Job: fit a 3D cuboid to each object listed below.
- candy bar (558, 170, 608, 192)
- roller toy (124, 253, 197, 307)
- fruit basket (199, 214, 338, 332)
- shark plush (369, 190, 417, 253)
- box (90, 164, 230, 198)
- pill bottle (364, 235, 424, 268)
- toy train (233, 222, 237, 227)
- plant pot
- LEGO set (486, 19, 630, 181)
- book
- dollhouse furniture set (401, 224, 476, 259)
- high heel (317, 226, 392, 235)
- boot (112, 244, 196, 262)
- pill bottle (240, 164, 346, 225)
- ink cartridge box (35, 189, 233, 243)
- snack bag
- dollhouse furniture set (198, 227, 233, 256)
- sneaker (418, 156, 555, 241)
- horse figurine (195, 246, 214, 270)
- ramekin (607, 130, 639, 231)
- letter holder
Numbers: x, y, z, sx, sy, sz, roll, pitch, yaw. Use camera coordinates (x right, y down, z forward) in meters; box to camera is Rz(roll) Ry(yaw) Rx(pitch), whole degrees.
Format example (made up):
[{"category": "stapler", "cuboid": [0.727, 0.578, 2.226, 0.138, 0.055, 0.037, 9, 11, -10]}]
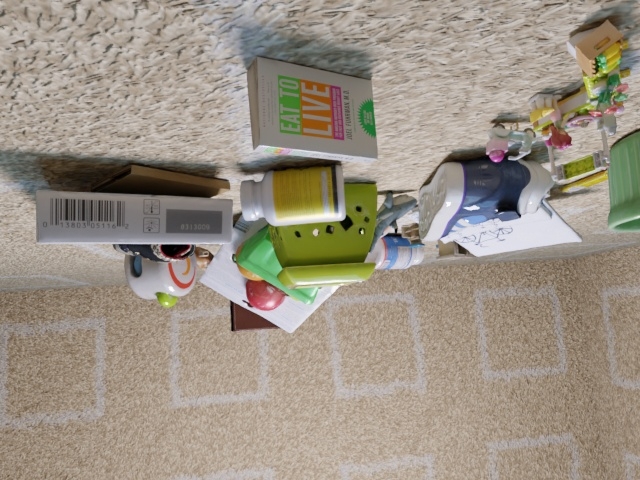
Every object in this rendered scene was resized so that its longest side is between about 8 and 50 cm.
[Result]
[{"category": "candy bar", "cuboid": [0.611, -0.135, 1.100, 0.040, 0.018, 0.161, 2, 171, -13]}, {"category": "roller toy", "cuboid": [-0.463, 0.072, 1.397, 0.146, 0.191, 0.209, -7, -150, 15]}, {"category": "fruit basket", "cuboid": [-0.135, 0.096, 1.348, 0.327, 0.165, 0.353, 31, 137, -10]}, {"category": "shark plush", "cuboid": [0.155, -0.043, 1.107, 0.067, 0.161, 0.073, 32, 164, 9]}, {"category": "box", "cuboid": [-0.298, -0.099, 0.908, 0.164, 0.021, 0.201, -12, 168, 42]}, {"category": "pill bottle", "cuboid": [0.268, 0.043, 1.758, 0.221, 0.124, 0.124, 2, 169, -35]}, {"category": "toy train", "cuboid": [-0.231, -0.041, 1.335, 0.083, 0.017, 0.024, -2, -179, -13]}, {"category": "plant pot", "cuboid": [0.000, 0.000, 1.086, 0.227, 0.207, 0.228, -3, 172, -11]}, {"category": "LEGO set", "cuboid": [0.320, -0.146, 0.600, 0.132, 0.107, 0.287, -4, 171, -2]}, {"category": "book", "cuboid": [-0.006, -0.139, 0.535, 0.144, 0.096, 0.035, 0, 170, -28]}, {"category": "dollhouse furniture set", "cuboid": [0.374, 0.004, 1.529, 0.129, 0.129, 0.184, 4, 167, -41]}, {"category": "high heel", "cuboid": [0.104, -0.039, 1.389, 0.244, 0.082, 0.117, -21, -166, 21]}, {"category": "boot", "cuboid": [-0.369, 0.020, 1.207, 0.179, 0.085, 0.236, 6, 176, 35]}, {"category": "pill bottle", "cuboid": [-0.048, -0.080, 0.877, 0.184, 0.103, 0.103, -4, 171, 2]}, {"category": "ink cartridge box", "cuboid": [-0.370, -0.050, 0.961, 0.308, 0.091, 0.385, 0, -174, -25]}, {"category": "snack bag", "cuboid": [0.456, -0.036, 1.268, 0.342, 0.037, 0.323, 29, 151, -36]}, {"category": "dollhouse furniture set", "cuboid": [-0.304, -0.003, 1.383, 0.114, 0.091, 0.081, -1, -174, -40]}, {"category": "sneaker", "cuboid": [0.341, -0.074, 0.999, 0.236, 0.130, 0.323, 0, 166, 0]}, {"category": "horse figurine", "cuboid": [-0.406, 0.068, 1.557, 0.263, 0.066, 0.174, 12, 147, 24]}, {"category": "ramekin", "cuboid": [0.655, -0.114, 0.825, 0.303, 0.148, 0.303, -4, 171, -1]}, {"category": "letter holder", "cuboid": [-0.186, 0.136, 1.562, 0.214, 0.302, 0.152, -2, 171, -14]}]
